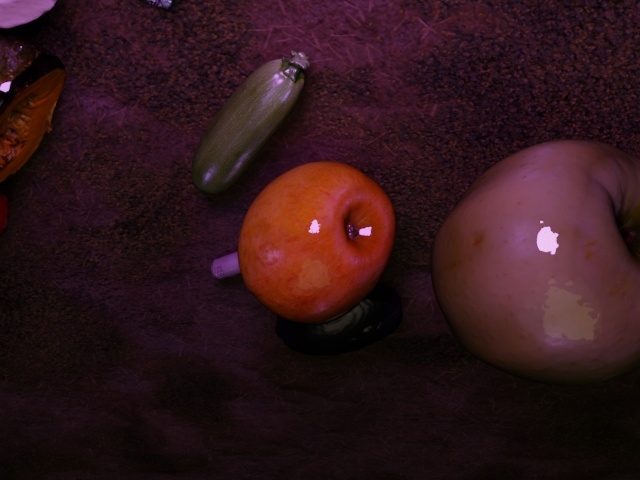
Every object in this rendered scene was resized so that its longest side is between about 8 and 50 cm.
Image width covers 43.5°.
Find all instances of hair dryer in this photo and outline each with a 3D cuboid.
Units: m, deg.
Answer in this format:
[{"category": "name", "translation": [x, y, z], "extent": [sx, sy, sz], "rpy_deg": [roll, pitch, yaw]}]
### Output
[{"category": "hair dryer", "translation": [-0.108, 0.087, 1.831], "extent": [0.195, 0.054, 0.220], "rpy_deg": [-19, 136, 24]}]

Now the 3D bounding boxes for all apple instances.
[{"category": "apple", "translation": [0.000, 0.000, 1.530], "extent": [0.299, 0.299, 0.275], "rpy_deg": [31, 144, -28]}, {"category": "apple", "translation": [0.424, 0.048, 1.450], "extent": [0.473, 0.474, 0.474], "rpy_deg": [3, 140, 2]}]

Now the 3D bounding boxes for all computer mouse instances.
[{"category": "computer mouse", "translation": [0.042, 0.202, 1.910], "extent": [0.323, 0.116, 0.183], "rpy_deg": [-18, 140, 23]}]

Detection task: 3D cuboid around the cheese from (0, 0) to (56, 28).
[{"category": "cheese", "translation": [-0.500, -0.471, 1.122], "extent": [0.292, 0.153, 0.332], "rpy_deg": [-2, 139, 6]}]

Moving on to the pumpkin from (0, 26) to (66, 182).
[{"category": "pumpkin", "translation": [-0.575, -0.264, 1.368], "extent": [0.232, 0.242, 0.325], "rpy_deg": [46, 136, -2]}]

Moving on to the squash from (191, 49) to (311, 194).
[{"category": "squash", "translation": [-0.140, -0.203, 1.449], "extent": [0.107, 0.107, 0.395], "rpy_deg": [25, 137, -23]}]

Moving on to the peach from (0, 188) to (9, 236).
[{"category": "peach", "translation": [-0.733, -0.049, 1.623], "extent": [0.190, 0.190, 0.192], "rpy_deg": [28, 149, -26]}]

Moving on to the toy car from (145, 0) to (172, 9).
[{"category": "toy car", "translation": [-0.247, -0.417, 1.242], "extent": [0.069, 0.055, 0.142], "rpy_deg": [23, 151, -19]}]
